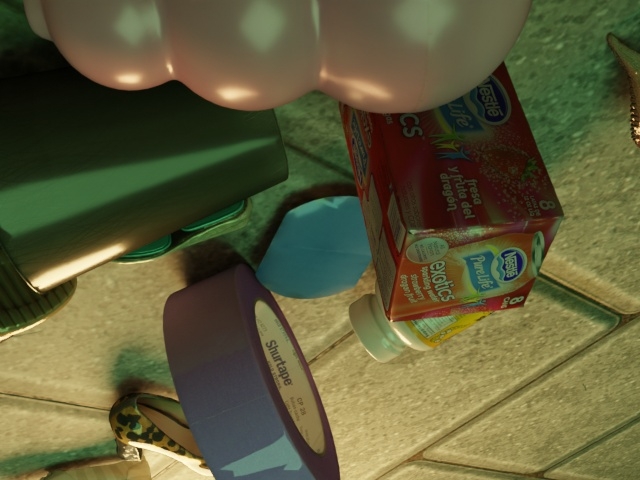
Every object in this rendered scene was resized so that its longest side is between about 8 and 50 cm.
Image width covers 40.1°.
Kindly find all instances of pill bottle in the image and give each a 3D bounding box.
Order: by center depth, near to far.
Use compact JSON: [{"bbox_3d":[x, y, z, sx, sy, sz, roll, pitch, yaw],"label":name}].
[{"bbox_3d":[0.142,0.064,1.084,0.208,0.118,0.117,-34,144,18],"label":"pill bottle"}]

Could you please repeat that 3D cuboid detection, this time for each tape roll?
[{"bbox_3d":[-0.072,0.167,0.975,0.090,0.275,0.275,-23,146,6],"label":"tape roll"}]

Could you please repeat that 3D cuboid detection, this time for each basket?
[{"bbox_3d":[-0.152,-0.074,0.718,0.226,0.154,0.204,-20,148,-7],"label":"basket"}]

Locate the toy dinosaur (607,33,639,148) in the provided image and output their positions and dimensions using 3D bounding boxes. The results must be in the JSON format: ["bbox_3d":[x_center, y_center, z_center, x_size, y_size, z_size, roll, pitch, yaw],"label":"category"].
[{"bbox_3d":[0.411,-0.129,0.961,0.295,0.127,0.200,7,145,-26],"label":"toy dinosaur"}]

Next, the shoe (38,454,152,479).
[{"bbox_3d":[-0.359,0.362,1.300,0.218,0.058,0.076,-4,163,-17],"label":"shoe"}]

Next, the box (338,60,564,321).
[{"bbox_3d":[0.095,-0.075,0.736,0.122,0.257,0.128,-5,144,-8],"label":"box"}]

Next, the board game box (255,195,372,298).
[{"bbox_3d":[0.000,0.000,1.000,0.133,0.033,0.169,6,133,-26],"label":"board game box"}]

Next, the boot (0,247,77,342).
[{"bbox_3d":[-0.386,0.096,0.905,0.248,0.090,0.207,-20,168,-31],"label":"boot"}]

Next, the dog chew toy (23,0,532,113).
[{"bbox_3d":[-0.030,-0.179,0.596,0.331,0.207,0.207,-8,145,-5],"label":"dog chew toy"}]

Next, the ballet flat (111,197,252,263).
[{"bbox_3d":[-0.148,-0.007,0.893,0.168,0.057,0.052,-16,155,-6],"label":"ballet flat"}]

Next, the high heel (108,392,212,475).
[{"bbox_3d":[-0.156,0.256,1.209,0.261,0.093,0.186,-1,149,-11],"label":"high heel"}]
